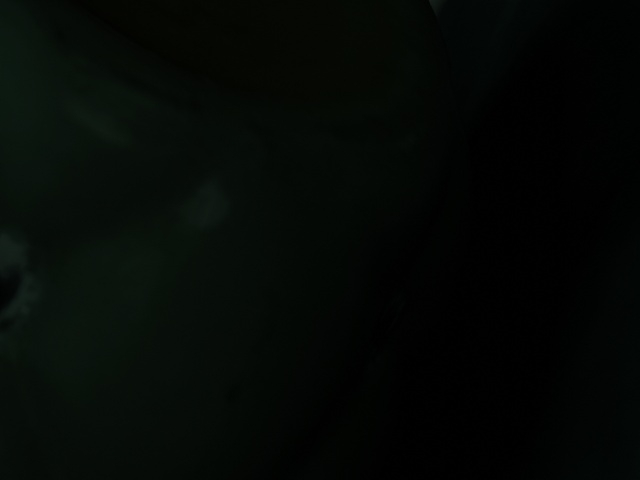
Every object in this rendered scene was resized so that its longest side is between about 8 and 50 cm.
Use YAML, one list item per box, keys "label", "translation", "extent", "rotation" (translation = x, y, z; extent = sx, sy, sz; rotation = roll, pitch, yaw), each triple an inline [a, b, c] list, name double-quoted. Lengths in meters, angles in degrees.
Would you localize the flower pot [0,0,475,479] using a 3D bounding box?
- label: "flower pot"
  translation: [-0.085, -0.010, 0.421]
  extent: [0.195, 0.246, 0.246]
  rotation: [-47, 17, 32]
